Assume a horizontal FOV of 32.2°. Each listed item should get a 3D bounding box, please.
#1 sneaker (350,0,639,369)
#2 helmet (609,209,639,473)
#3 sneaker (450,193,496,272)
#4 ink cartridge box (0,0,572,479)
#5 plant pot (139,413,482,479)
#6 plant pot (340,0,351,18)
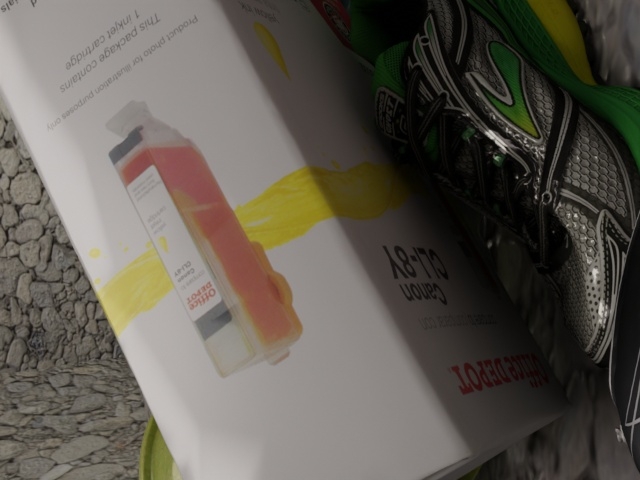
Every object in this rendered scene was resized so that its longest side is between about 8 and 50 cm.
[{"bbox_3d":[0.110,-0.052,0.674,0.343,0.146,0.134,-113,23,-44],"label":"sneaker"},{"bbox_3d":[0.190,0.046,0.409,0.169,0.169,0.161,165,114,-74],"label":"helmet"},{"bbox_3d":[0.105,-0.026,0.868,0.061,0.054,0.152,-126,32,-64],"label":"sneaker"},{"bbox_3d":[-0.018,-0.010,0.721,0.384,0.160,0.279,62,-161,14],"label":"ink cartridge box"},{"bbox_3d":[0.010,0.176,0.964,0.254,0.276,0.276,-46,52,55],"label":"plant pot"},{"bbox_3d":[-0.063,-0.221,1.041,0.196,0.293,0.293,-24,71,45],"label":"plant pot"}]
